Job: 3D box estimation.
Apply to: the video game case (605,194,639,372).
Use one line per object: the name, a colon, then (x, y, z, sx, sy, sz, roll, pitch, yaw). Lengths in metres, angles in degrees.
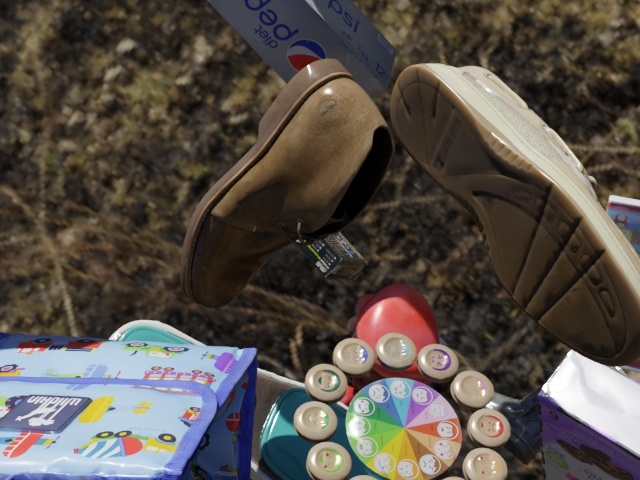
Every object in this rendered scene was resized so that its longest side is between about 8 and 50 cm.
video game case: (0.527, 0.081, 1.849, 0.025, 0.204, 0.285, -59, -22, -64)

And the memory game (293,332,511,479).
memory game: (0.069, 0.154, 0.970, 0.012, 0.186, 0.186, 104, 167, -50)

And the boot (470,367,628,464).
boot: (0.344, 0.231, 1.796, 0.208, 0.076, 0.189, -38, 48, -11)

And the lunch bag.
lunch bag: (-0.177, 0.150, 0.807, 0.221, 0.293, 0.138, 3, 92, 6)

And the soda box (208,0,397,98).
soda box: (-0.041, -0.272, 1.353, 0.098, 0.286, 0.091, -31, 27, 33)

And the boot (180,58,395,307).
boot: (-0.039, -0.026, 1.171, 0.115, 0.112, 0.305, 49, 121, 24)

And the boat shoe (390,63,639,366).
boat shoe: (0.175, -0.034, 0.928, 0.302, 0.098, 0.109, 53, 138, 29)

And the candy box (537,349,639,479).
candy box: (0.307, 0.218, 1.179, 0.165, 0.196, 0.070, 30, 66, 30)

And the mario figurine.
mario figurine: (0.046, 0.189, 1.523, 0.170, 0.198, 0.320, 30, 113, 14)

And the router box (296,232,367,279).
router box: (0.000, 0.000, 1.660, 0.038, 0.092, 0.122, -47, 69, 15)

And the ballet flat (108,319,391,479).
ballet flat: (-0.082, 0.224, 1.400, 0.139, 0.400, 0.139, -60, 5, 8)
